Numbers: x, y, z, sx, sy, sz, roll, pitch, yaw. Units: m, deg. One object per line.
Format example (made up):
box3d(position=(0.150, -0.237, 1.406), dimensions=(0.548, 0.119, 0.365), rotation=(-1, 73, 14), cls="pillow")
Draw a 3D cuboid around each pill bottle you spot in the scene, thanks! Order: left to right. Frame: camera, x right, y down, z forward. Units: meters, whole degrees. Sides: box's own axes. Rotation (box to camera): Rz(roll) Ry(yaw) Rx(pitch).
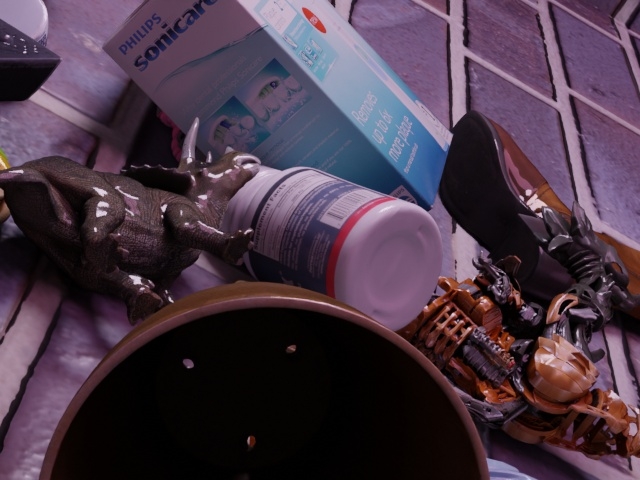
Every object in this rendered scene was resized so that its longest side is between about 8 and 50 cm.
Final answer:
box3d(position=(0.000, 0.000, 1.369), dimensions=(0.108, 0.108, 0.180), rotation=(10, 9, -44), cls="pill bottle")

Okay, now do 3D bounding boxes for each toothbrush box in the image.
box3d(position=(-0.030, -0.132, 1.537), dimensions=(0.295, 0.126, 0.216), rotation=(46, 21, -8), cls="toothbrush box")

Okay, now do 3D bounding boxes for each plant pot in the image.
box3d(position=(-0.038, 0.120, 1.005), dimensions=(0.237, 0.237, 0.254), rotation=(29, 8, -9), cls="plant pot")

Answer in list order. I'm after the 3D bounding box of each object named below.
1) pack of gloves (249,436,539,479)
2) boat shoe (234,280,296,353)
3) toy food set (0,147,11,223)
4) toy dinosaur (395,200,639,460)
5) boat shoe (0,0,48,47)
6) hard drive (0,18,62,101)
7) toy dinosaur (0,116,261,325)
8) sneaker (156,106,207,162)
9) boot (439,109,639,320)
box3d(position=(0.073, 0.215, 1.161), dimensions=(0.232, 0.046, 0.195), rotation=(8, 30, -18), cls="pack of gloves")
box3d(position=(-0.014, 0.079, 1.316), dimensions=(0.135, 0.045, 0.050), rotation=(29, 8, 2), cls="boat shoe")
box3d(position=(-0.280, -0.056, 1.246), dimensions=(0.132, 0.038, 0.192), rotation=(43, 24, 24), cls="toy food set")
box3d(position=(0.179, 0.105, 1.453), dimensions=(0.322, 0.164, 0.218), rotation=(47, 34, -13), cls="toy dinosaur")
box3d(position=(-0.328, -0.228, 1.484), dimensions=(0.095, 0.084, 0.258), rotation=(-27, 65, -24), cls="boat shoe")
box3d(position=(-0.347, -0.177, 1.340), dimensions=(0.254, 0.054, 0.172), rotation=(30, 19, 24), cls="hard drive")
box3d(position=(-0.158, -0.009, 1.257), dimensions=(0.313, 0.121, 0.160), rotation=(-1, 27, -47), cls="toy dinosaur")
box3d(position=(-0.109, -0.098, 1.567), dimensions=(0.057, 0.047, 0.119), rotation=(32, 20, -34), cls="sneaker")
box3d(position=(0.278, -0.014, 1.840), dimensions=(0.280, 0.096, 0.264), rotation=(17, 27, -36), cls="boot")
